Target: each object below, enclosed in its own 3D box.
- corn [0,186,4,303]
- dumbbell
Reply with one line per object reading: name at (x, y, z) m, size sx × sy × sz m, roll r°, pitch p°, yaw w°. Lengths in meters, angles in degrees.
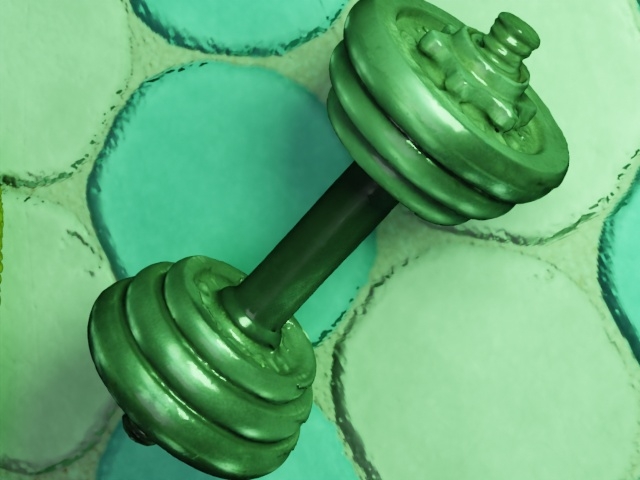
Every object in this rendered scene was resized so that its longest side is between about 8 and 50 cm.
corn at (-0.294, 0.073, 1.474) m, size 0.106 × 0.106 × 0.305 m, roll 13°, pitch 100°, yaw 19°
dumbbell at (0.000, 0.000, 1.300) m, size 0.179 × 0.179 × 0.406 m, roll 47°, pitch 113°, yaw 7°
